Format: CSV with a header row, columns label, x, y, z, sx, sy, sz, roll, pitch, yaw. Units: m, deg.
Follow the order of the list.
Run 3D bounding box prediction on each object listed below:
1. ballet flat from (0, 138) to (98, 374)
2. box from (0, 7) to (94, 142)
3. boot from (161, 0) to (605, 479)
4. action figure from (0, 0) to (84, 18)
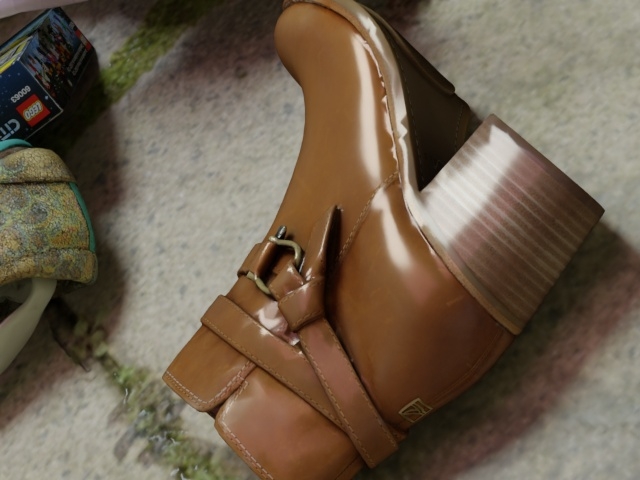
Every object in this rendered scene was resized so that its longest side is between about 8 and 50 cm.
label,x,y,z,sx,sy,sz,roll,pitch,yaw
ballet flat,-0.276,0.077,1.221,0.348,0.123,0.123,-36,42,15
box,-0.257,-0.053,1.295,0.233,0.044,0.159,-36,14,13
boot,0.000,0.000,1.061,0.220,0.109,0.283,-48,48,4
action figure,-0.078,-0.202,1.193,0.370,0.276,0.248,15,29,10
